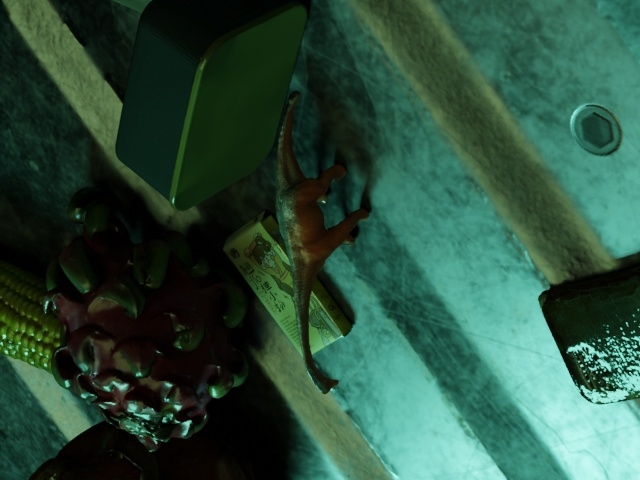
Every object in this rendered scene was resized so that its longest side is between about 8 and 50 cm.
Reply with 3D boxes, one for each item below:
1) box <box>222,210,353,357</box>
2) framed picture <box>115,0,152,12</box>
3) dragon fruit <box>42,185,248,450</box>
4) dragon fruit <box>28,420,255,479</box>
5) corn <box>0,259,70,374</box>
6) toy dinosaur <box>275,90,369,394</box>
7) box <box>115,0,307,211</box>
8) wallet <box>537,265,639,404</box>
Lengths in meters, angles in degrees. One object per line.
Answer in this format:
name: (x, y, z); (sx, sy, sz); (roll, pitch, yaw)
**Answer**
box: (-0.035, 0.046, 1.572); (0.149, 0.020, 0.073); (54, 137, -1)
framed picture: (-0.234, -0.373, 1.465); (0.213, 0.016, 0.289); (26, 131, 25)
dragon fruit: (-0.198, 0.080, 1.607); (0.273, 0.198, 0.218); (30, 141, 23)
dragon fruit: (-0.185, 0.299, 1.700); (0.250, 0.315, 0.250); (-38, 45, 52)
corn: (-0.363, 0.079, 1.809); (0.318, 0.115, 0.115); (19, 128, 30)
toy dinosaur: (-0.004, 0.001, 1.460); (0.055, 0.101, 0.279); (-8, 101, 54)
box: (-0.104, -0.141, 1.420); (0.090, 0.144, 0.201); (37, 136, 20)
wallet: (0.293, 0.073, 1.307); (0.232, 0.031, 0.122); (-20, 102, 45)
